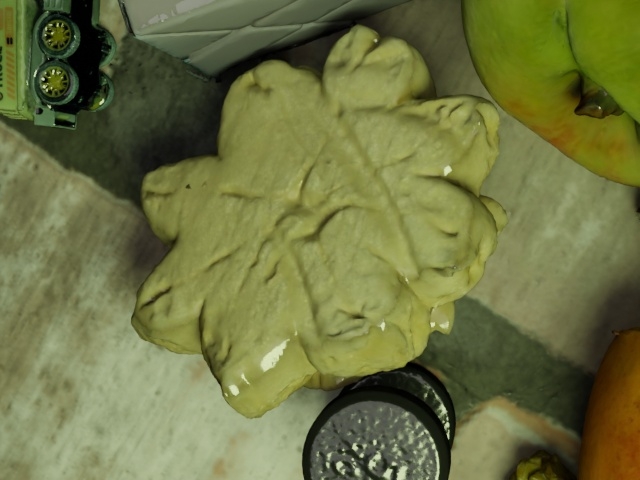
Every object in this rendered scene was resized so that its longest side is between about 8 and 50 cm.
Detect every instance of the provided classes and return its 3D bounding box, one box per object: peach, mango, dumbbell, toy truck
[{"bbox_3d":[0.255,-0.195,0.883,0.316,0.314,0.281,-43,60,-17],"label":"peach"},{"bbox_3d":[0.246,0.191,0.939,0.138,0.187,0.257,9,81,9],"label":"mango"},{"bbox_3d":[0.048,0.145,0.972,0.100,0.191,0.100,0,92,7],"label":"dumbbell"},{"bbox_3d":[-0.229,-0.185,1.060,0.116,0.085,0.191,3,93,13],"label":"toy truck"}]

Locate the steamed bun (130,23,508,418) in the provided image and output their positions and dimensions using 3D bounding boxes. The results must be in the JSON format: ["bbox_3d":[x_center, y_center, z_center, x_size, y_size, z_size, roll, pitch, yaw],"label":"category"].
[{"bbox_3d":[0.000,0.000,0.984,0.292,0.137,0.295,0,66,28],"label":"steamed bun"}]

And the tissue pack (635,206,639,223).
[{"bbox_3d":[0.348,-0.026,0.931,0.226,0.183,0.092,-26,96,7],"label":"tissue pack"}]

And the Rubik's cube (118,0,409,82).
[{"bbox_3d":[-0.041,-0.265,0.959,0.221,0.231,0.224,-19,87,8],"label":"Rubik's cube"}]

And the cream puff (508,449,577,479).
[{"bbox_3d":[0.179,0.202,1.019,0.083,0.058,0.083,44,138,29],"label":"cream puff"}]
